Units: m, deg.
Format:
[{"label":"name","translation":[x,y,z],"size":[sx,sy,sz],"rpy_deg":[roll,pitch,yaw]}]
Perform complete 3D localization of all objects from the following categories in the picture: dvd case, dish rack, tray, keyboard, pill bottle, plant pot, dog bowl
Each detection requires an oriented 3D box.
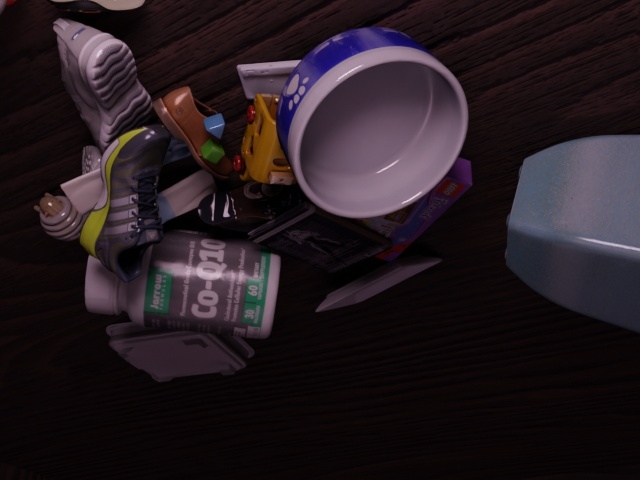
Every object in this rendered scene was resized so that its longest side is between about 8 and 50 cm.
[{"label":"dvd case","translation":[0.000,0.000,1.396],"size":[0.221,0.018,0.165],"rpy_deg":[23,145,-36]},{"label":"dish rack","translation":[-0.370,0.293,1.955],"size":[0.333,0.072,0.285],"rpy_deg":[-9,146,21]},{"label":"tray","translation":[0.117,0.088,1.588],"size":[0.145,0.030,0.270],"rpy_deg":[-8,163,-46]},{"label":"keyboard","translation":[0.004,-0.250,1.137],"size":[0.256,0.014,0.072],"rpy_deg":[-2,152,9]},{"label":"pill bottle","translation":[-0.269,0.080,1.491],"size":[0.361,0.204,0.204],"rpy_deg":[7,147,-7]},{"label":"plant pot","translation":[0.447,-0.026,1.244],"size":[0.252,0.247,0.247],"rpy_deg":[11,150,18]},{"label":"dog bowl","translation":[0.073,-0.166,1.076],"size":[0.265,0.104,0.264],"rpy_deg":[-12,132,-14]}]

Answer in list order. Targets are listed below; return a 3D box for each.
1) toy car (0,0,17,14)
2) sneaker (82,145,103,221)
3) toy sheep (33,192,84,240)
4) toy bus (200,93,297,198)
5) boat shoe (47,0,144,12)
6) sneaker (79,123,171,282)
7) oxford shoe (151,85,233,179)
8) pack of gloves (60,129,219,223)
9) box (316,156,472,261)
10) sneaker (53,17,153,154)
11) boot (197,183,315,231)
[{"label":"toy car","translation":[-0.453,-0.336,0.949],"size":[0.182,0.159,0.136],"rpy_deg":[-18,178,28]},{"label":"sneaker","translation":[-0.386,-0.096,1.358],"size":[0.095,0.090,0.235],"rpy_deg":[-1,153,-16]},{"label":"toy sheep","translation":[-0.497,-0.042,1.436],"size":[0.091,0.091,0.132],"rpy_deg":[-7,149,16]},{"label":"toy bus","translation":[-0.072,-0.133,1.184],"size":[0.191,0.104,0.202],"rpy_deg":[-31,138,10]},{"label":"boat shoe","translation":[-0.305,-0.334,1.009],"size":[0.133,0.048,0.042],"rpy_deg":[0,-179,-10]},{"label":"sneaker","translation":[-0.296,-0.058,1.217],"size":[0.111,0.121,0.299],"rpy_deg":[-21,147,-46]},{"label":"oxford shoe","translation":[-0.188,-0.172,1.225],"size":[0.076,0.076,0.212],"rpy_deg":[-34,146,2]},{"label":"pack of gloves","translation":[-0.314,-0.099,1.313],"size":[0.232,0.046,0.195],"rpy_deg":[-29,143,-8]},{"label":"box","translation":[0.111,-0.072,1.355],"size":[0.201,0.057,0.293],"rpy_deg":[16,145,-18]},{"label":"sneaker","translation":[-0.335,-0.235,1.141],"size":[0.115,0.105,0.281],"rpy_deg":[39,154,11]},{"label":"boot","translation":[-0.114,-0.064,1.401],"size":[0.219,0.082,0.106],"rpy_deg":[-6,171,-1]}]
